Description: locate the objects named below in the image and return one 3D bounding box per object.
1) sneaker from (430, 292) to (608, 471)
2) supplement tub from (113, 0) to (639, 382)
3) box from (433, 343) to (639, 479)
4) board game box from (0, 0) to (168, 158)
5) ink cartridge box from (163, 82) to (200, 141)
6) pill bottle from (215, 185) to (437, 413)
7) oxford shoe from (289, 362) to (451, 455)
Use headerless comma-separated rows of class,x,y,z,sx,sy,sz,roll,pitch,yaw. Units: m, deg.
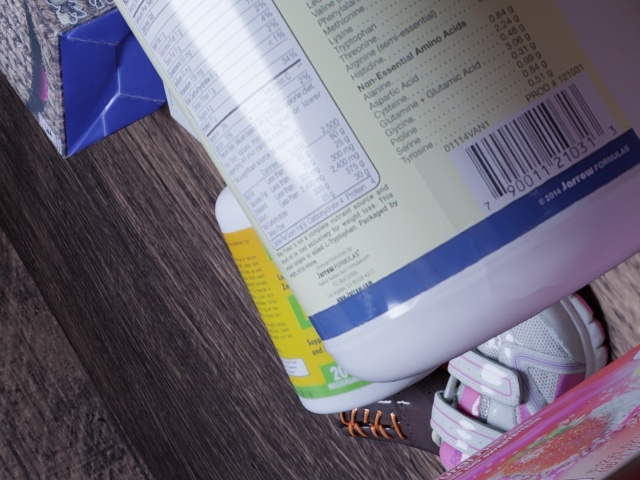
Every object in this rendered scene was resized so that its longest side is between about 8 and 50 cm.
sneaker,0.131,0.112,0.934,0.103,0.111,0.252,26,139,59
supplement tub,0.032,-0.120,0.675,0.325,0.235,0.235,58,160,1
box,0.190,0.080,0.472,0.142,0.300,0.154,60,161,2
board game box,-0.280,-0.275,1.388,0.291,0.141,0.232,52,158,18
ink cartridge box,-0.001,-0.103,0.930,0.203,0.148,0.086,41,150,44
pill bottle,0.000,0.000,1.076,0.245,0.136,0.136,66,160,-9
oxford shoe,0.067,0.148,1.154,0.271,0.098,0.097,25,138,60
